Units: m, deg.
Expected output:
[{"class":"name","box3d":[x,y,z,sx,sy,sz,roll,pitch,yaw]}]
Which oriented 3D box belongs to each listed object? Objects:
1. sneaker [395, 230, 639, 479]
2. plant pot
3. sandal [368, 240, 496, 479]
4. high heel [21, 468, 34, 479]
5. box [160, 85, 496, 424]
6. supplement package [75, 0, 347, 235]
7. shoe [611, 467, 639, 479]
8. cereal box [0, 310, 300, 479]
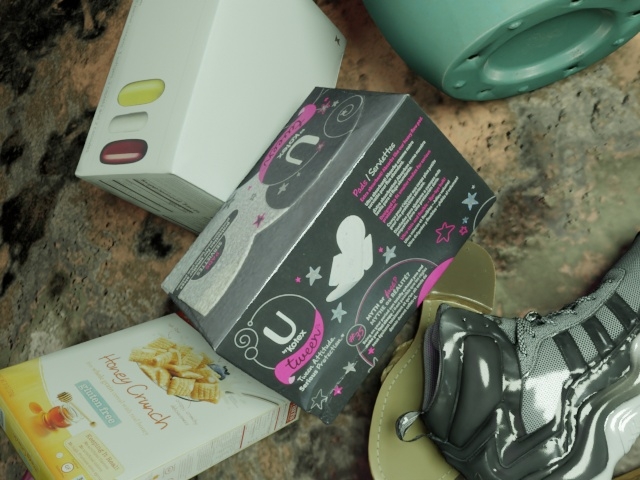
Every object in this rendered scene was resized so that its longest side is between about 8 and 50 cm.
[{"class":"sneaker","box3d":[0.168,0.068,0.476,0.153,0.101,0.268,33,76,11]},{"class":"plant pot","box3d":[0.157,-0.265,0.555,0.293,0.293,0.235,-20,78,23]},{"class":"sandal","box3d":[0.100,0.116,0.565,0.088,0.079,0.240,19,59,5]},{"class":"high heel","box3d":[-0.108,0.225,0.607,0.377,0.127,0.181,10,49,11]},{"class":"box","box3d":[0.000,0.000,0.574,0.247,0.142,0.163,-52,32,-7]},{"class":"supplement package","box3d":[-0.104,-0.151,0.696,0.145,0.204,0.262,3,73,34]},{"class":"shoe","box3d":[0.236,0.208,0.458,0.219,0.076,0.058,-19,107,21]},{"class":"cereal box","box3d":[-0.158,0.149,0.607,0.173,0.240,0.047,33,125,34]}]
